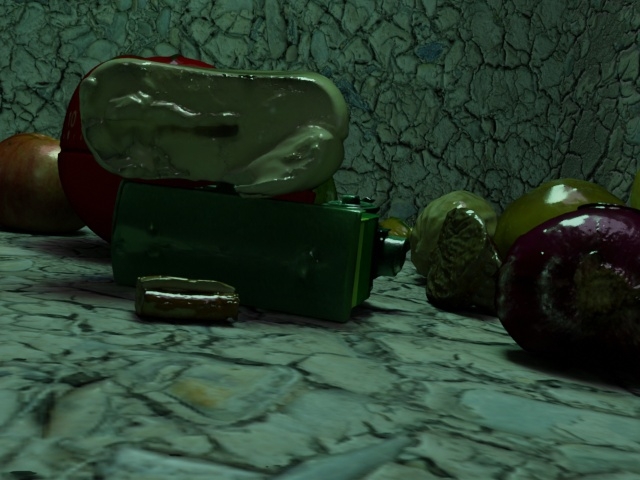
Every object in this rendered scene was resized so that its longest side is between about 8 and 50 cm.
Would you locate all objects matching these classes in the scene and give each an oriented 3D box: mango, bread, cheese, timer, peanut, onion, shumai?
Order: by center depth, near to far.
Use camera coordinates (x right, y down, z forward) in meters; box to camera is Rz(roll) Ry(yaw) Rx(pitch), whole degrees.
[{"bbox_3d":[-0.112,0.048,0.611,0.083,0.036,0.047,7,0,-19],"label":"bread"},{"bbox_3d":[0.242,0.038,0.636,0.173,0.136,0.198,10,3,12],"label":"onion"},{"bbox_3d":[-0.103,-0.117,0.751,0.265,0.127,0.233,4,12,6],"label":"cheese"},{"bbox_3d":[0.179,0.027,0.879,0.105,0.123,0.139,17,-16,-32],"label":"shumai"},{"bbox_3d":[0.353,0.021,1.012,0.176,0.176,0.329,39,5,40],"label":"mango"},{"bbox_3d":[-0.187,-0.111,1.075,0.377,0.280,0.378,7,1,0],"label":"timer"},{"bbox_3d":[0.213,0.001,1.174,0.153,0.140,0.325,-36,-4,-1],"label":"peanut"}]

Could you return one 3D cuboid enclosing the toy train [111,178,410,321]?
[{"bbox_3d":[-0.062,0.003,0.789,0.300,0.120,0.202,8,7,18],"label":"toy train"}]

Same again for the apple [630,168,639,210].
[{"bbox_3d":[0.670,-0.043,1.161,0.339,0.340,0.339,6,4,0],"label":"apple"}]

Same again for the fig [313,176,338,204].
[{"bbox_3d":[-0.047,-0.113,1.695,0.195,0.245,0.195,18,-8,3],"label":"fig"}]

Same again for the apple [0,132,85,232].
[{"bbox_3d":[-0.471,-0.098,1.246,0.209,0.164,0.209,9,5,-1],"label":"apple"}]

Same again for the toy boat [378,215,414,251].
[{"bbox_3d":[0.170,-0.011,1.598,0.088,0.089,0.229,-8,2,-8],"label":"toy boat"}]
